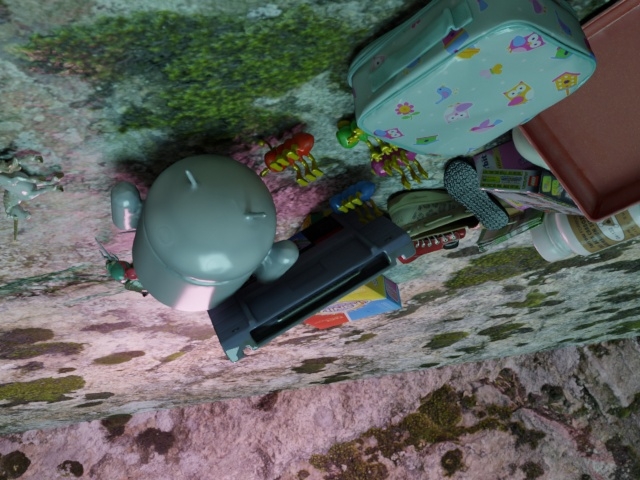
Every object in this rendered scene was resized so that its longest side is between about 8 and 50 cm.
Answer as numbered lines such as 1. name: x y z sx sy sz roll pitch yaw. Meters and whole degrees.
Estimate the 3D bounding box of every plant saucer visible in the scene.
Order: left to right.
1. plant saucer: 0.413 -0.181 1.017 0.259 0.258 0.048 -32 -169 46

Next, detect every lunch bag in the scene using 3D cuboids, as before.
1. lunch bag: 0.183 -0.217 0.933 0.224 0.108 0.279 13 149 -39

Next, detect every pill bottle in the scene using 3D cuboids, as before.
1. pill bottle: 0.547 -0.043 1.498 0.131 0.131 0.229 12 150 -44

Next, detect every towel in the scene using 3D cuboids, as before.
1. towel: 0.386 -0.043 1.499 0.152 0.113 0.023 -30 111 39

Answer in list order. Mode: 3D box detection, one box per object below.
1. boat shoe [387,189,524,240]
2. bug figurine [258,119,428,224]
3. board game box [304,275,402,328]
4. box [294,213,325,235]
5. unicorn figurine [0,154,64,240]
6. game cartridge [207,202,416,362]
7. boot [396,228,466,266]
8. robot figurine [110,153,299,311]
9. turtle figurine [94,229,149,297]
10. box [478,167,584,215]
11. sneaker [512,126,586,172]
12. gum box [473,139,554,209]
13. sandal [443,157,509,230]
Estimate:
1. boat shoe: 0.270 -0.045 1.434 0.285 0.089 0.104 -6 158 -11
2. bug figurine: 0.044 -0.121 1.173 0.216 0.072 0.279 -26 150 23
3. board game box: 0.036 0.135 1.838 0.242 0.064 0.316 -17 157 21
4. box: 0.000 0.000 1.509 0.105 0.043 0.179 -1 159 -19
5. unicorn figurine: -0.445 -0.079 1.114 0.111 0.060 0.162 -11 143 7
6. game cartridge: -0.034 0.057 1.299 0.355 0.230 0.068 -31 118 -7
7. boot: 0.197 -0.014 1.500 0.176 0.088 0.244 -16 166 17
8. robot figurine: -0.188 -0.008 1.175 0.300 0.199 0.353 18 155 -14
9. turtle figurine: -0.332 0.048 1.408 0.175 0.118 0.234 -20 162 26
10. box: 0.368 -0.078 1.225 0.207 0.036 0.114 12 178 -42
11. sneaker: 0.441 -0.133 1.230 0.350 0.131 0.148 3 158 -24
12. gum box: 0.368 -0.117 1.327 0.107 0.062 0.188 -23 155 32
13. sandal: 0.279 -0.086 1.345 0.067 0.040 0.179 -26 126 30
